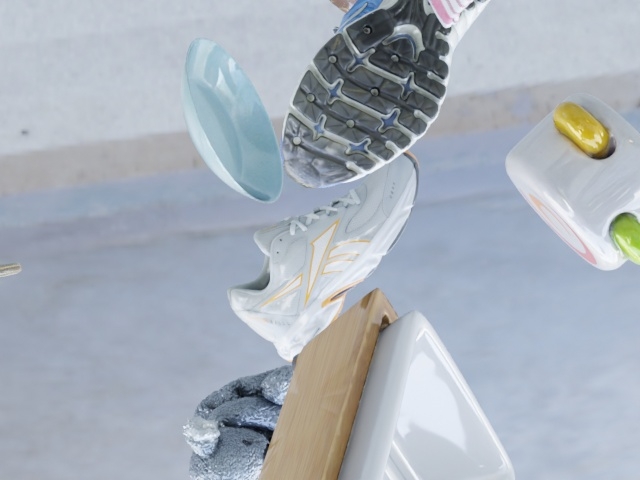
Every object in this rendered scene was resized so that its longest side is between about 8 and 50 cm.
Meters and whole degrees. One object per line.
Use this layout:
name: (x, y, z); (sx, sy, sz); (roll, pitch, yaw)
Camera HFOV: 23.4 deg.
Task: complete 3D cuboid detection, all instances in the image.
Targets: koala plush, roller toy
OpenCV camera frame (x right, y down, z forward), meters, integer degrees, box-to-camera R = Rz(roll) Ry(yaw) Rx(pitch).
koala plush: (-0.123, 0.310, 2.237); (0.203, 0.221, 0.196); (-9, 104, 21)
roller toy: (0.329, -0.076, 1.852); (0.146, 0.191, 0.209); (-43, 98, 0)

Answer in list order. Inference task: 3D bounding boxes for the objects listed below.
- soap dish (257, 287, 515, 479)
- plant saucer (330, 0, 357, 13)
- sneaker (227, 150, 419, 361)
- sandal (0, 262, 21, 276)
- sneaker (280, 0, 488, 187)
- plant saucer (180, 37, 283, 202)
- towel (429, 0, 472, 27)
soap dish: (0.044, 0.217, 1.177); (0.118, 0.290, 0.229); (-14, 125, 27)
plant saucer: (0.079, -0.323, 1.616); (0.199, 0.036, 0.198); (-3, 105, -13)
sneaker: (0.000, 0.000, 1.638); (0.121, 0.099, 0.262); (34, 100, -9)
sandal: (-0.465, 0.022, 1.958); (0.180, 0.049, 0.072); (7, 174, -24)
sneaker: (0.066, -0.173, 1.512); (0.130, 0.330, 0.147); (37, 156, -3)
plant saucer: (-0.105, -0.123, 1.672); (0.037, 0.195, 0.195); (-24, 140, 21)
towel: (0.119, -0.285, 1.344); (0.029, 0.144, 0.197); (-20, 171, -22)
